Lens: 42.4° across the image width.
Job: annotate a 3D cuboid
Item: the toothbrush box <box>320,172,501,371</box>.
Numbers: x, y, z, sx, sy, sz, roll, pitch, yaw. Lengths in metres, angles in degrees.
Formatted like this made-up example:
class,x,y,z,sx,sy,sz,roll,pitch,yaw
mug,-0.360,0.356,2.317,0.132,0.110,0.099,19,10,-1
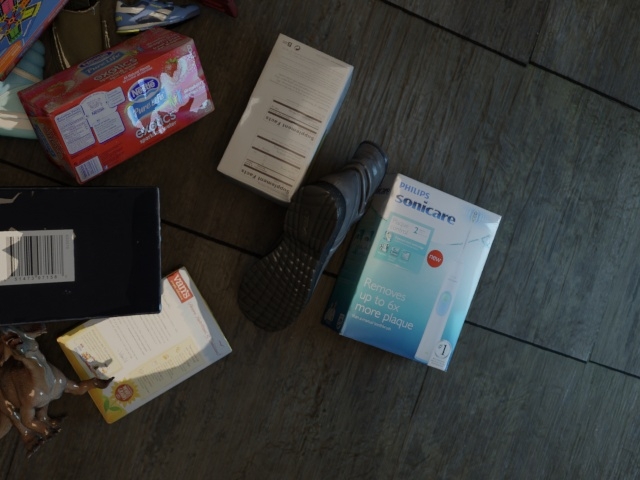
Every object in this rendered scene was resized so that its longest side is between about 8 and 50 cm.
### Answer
class,x,y,z,sx,sy,sz,roll,pitch,yaw
toothbrush box,0.160,0.054,1.469,0.216,0.126,0.296,22,86,-16

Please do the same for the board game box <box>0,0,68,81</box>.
class,x,y,z,sx,sy,sz,roll,pitch,yaw
board game box,-0.446,-0.382,1.217,0.145,0.027,0.281,32,72,-2

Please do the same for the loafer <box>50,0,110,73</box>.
class,x,y,z,sx,sy,sz,roll,pitch,yaw
loafer,-0.388,-0.341,1.304,0.094,0.087,0.251,-17,98,-14

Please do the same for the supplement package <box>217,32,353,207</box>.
class,x,y,z,sx,sy,sz,roll,pitch,yaw
supplement package,-0.056,-0.190,1.371,0.133,0.139,0.244,24,88,1

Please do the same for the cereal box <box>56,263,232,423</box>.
class,x,y,z,sx,sy,sz,roll,pitch,yaw
cereal box,-0.293,0.172,1.387,0.240,0.047,0.173,-30,101,-13

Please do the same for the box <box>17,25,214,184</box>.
class,x,y,z,sx,sy,sz,roll,pitch,yaw
box,-0.309,-0.214,1.269,0.256,0.122,0.128,-35,132,-25

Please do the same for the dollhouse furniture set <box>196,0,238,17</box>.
class,x,y,z,sx,sy,sz,roll,pitch,yaw
dollhouse furniture set,-0.272,-0.538,1.316,0.374,0.152,0.201,24,87,1

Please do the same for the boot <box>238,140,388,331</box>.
class,x,y,z,sx,sy,sz,roll,pitch,yaw
boot,0.000,0.000,1.406,0.118,0.338,0.222,41,38,7

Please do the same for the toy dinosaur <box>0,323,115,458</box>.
class,x,y,z,sx,sy,sz,roll,pitch,yaw
toy dinosaur,-0.465,0.213,1.284,0.200,0.295,0.127,48,38,-6

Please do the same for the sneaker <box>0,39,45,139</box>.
class,x,y,z,sx,sy,sz,roll,pitch,yaw
sneaker,-0.569,-0.274,1.242,0.318,0.127,0.208,8,94,-26

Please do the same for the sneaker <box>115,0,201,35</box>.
class,x,y,z,sx,sy,sz,roll,pitch,yaw
sneaker,-0.268,-0.376,1.355,0.144,0.053,0.059,-14,95,-16

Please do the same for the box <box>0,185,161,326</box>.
class,x,y,z,sx,sy,sz,roll,pitch,yaw
box,-0.435,0.012,1.168,0.343,0.312,0.179,-2,93,-29
